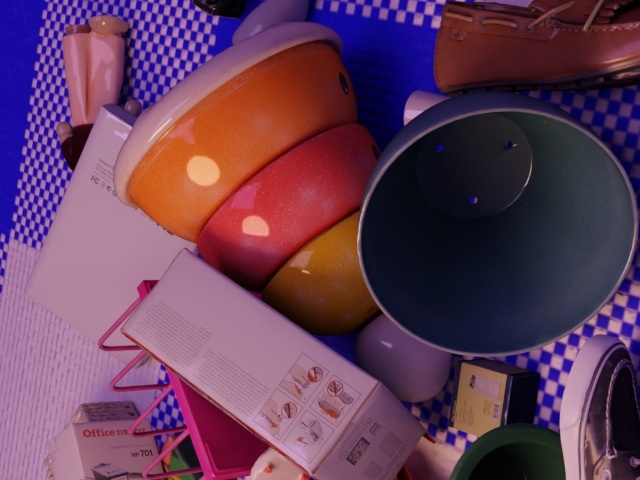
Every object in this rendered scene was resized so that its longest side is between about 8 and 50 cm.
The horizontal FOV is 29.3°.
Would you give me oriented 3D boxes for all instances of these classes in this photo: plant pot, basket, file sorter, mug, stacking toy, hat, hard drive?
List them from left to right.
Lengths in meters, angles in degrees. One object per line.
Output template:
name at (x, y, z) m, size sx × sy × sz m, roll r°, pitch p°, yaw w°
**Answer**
basket at (-0.359, 0.345, 1.965) m, size 0.167 × 0.113 × 0.103 m, roll -55°, pitch 51°, yaw 29°
hard drive at (-0.304, -0.003, 1.903) m, size 0.233 × 0.047 × 0.353 m, roll 33°, pitch 114°, yaw 12°
file sorter at (-0.163, 0.223, 1.706) m, size 0.182 × 0.202 × 0.290 m, roll -44°, pitch 59°, yaw 38°
stacking toy at (0.000, 0.000, 1.541) m, size 0.350 × 0.351 × 0.480 m, roll -43°, pitch 79°, yaw 36°
mug at (0.149, -0.149, 1.513) m, size 0.064 × 0.078 × 0.062 m, roll 8°, pitch 62°, yaw 37°
plant pot at (0.180, -0.045, 1.348) m, size 0.195 × 0.290 × 0.290 m, roll -94°, pitch 28°, yaw -63°
hat at (0.193, 0.288, 1.425) m, size 0.183 × 0.209 × 0.173 m, roll 168°, pitch 122°, yaw -77°

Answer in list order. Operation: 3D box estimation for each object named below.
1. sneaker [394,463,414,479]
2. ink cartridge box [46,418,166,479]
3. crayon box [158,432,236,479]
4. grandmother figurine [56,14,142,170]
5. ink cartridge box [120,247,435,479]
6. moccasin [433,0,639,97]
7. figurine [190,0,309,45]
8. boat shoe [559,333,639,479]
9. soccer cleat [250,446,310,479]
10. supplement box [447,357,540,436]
sneaker at (0.063, 0.337, 1.562) m, size 0.314 × 0.116 × 0.136 m, roll 11°, pitch 84°, yaw 40°
ink cartridge box at (-0.299, 0.361, 1.769) m, size 0.082 × 0.140 × 0.190 m, roll -38°, pitch 61°, yaw 40°
crayon box at (-0.165, 0.464, 1.788) m, size 0.318 × 0.081 × 0.202 m, roll 52°, pitch 123°, yaw 32°
grandmother figurine at (-0.373, -0.183, 2.005) m, size 0.208 × 0.104 × 0.342 m, roll -11°, pitch 79°, yaw 53°
ink cartridge box at (-0.041, 0.179, 1.465) m, size 0.309 × 0.272 × 0.130 m, roll 32°, pitch 81°, yaw 30°
moccasin at (0.279, -0.237, 1.331) m, size 0.380 × 0.139 × 0.147 m, roll 6°, pitch 102°, yaw 55°
figurine at (-0.071, -0.378, 1.717) m, size 0.215 × 0.092 × 0.209 m, roll 49°, pitch 118°, yaw 33°
boat shoe at (0.318, 0.251, 1.288) m, size 0.102 × 0.108 × 0.301 m, roll 7°, pitch 96°, yaw 45°
soccer cleat at (-0.013, 0.256, 1.593) m, size 0.076 × 0.196 × 0.068 m, roll 29°, pitch 151°, yaw 58°
supplement box at (0.203, 0.188, 1.439) m, size 0.083 × 0.056 × 0.083 m, roll 13°, pitch 98°, yaw 45°
